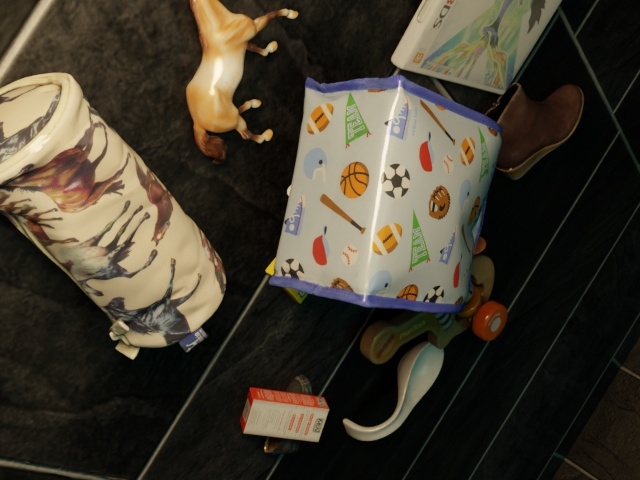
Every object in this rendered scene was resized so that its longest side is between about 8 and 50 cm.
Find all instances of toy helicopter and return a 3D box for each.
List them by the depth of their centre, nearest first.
[{"bbox_3d":[0.219,0.126,1.675,0.355,0.140,0.235,-27,130,-31],"label":"toy helicopter"}]

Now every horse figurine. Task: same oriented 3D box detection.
[{"bbox_3d":[-0.119,-0.218,1.120,0.174,0.066,0.263,-7,117,-52],"label":"horse figurine"}]

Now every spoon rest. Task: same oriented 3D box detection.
[{"bbox_3d":[0.172,0.320,1.791,0.276,0.084,0.137,-42,139,-20],"label":"spoon rest"}]

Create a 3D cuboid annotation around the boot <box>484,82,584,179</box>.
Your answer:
[{"bbox_3d":[0.422,-0.250,1.680,0.248,0.090,0.207,-51,144,-4],"label":"boot"}]

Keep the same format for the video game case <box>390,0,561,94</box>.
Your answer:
[{"bbox_3d":[0.295,-0.400,1.432,0.329,0.036,0.300,0,127,-48],"label":"video game case"}]

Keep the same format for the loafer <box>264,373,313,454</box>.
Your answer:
[{"bbox_3d":[-0.058,0.324,1.556,0.061,0.062,0.170,-6,117,-41],"label":"loafer"}]

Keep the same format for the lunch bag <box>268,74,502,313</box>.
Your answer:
[{"bbox_3d":[0.130,-0.056,1.329,0.385,0.238,0.328,8,93,-47],"label":"lunch bag"}]

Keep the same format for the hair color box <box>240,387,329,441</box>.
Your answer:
[{"bbox_3d":[-0.063,0.307,1.499,0.141,0.043,0.072,12,108,-18],"label":"hair color box"}]

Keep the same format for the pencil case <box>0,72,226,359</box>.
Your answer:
[{"bbox_3d":[-0.265,-0.017,1.014,0.184,0.159,0.410,-61,145,-22],"label":"pencil case"}]

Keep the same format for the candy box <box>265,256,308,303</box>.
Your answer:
[{"bbox_3d":[0.000,0.000,1.429,0.206,0.027,0.105,-52,138,-10],"label":"candy box"}]

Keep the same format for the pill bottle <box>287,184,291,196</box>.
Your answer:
[{"bbox_3d":[-0.023,-0.056,1.352,0.043,0.043,0.083,-48,141,-14],"label":"pill bottle"}]
